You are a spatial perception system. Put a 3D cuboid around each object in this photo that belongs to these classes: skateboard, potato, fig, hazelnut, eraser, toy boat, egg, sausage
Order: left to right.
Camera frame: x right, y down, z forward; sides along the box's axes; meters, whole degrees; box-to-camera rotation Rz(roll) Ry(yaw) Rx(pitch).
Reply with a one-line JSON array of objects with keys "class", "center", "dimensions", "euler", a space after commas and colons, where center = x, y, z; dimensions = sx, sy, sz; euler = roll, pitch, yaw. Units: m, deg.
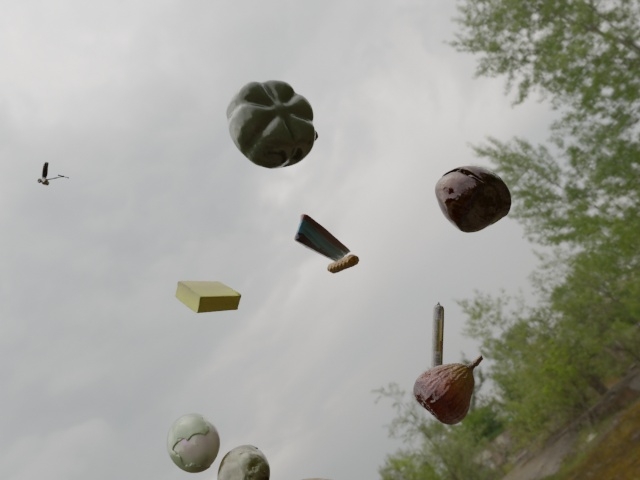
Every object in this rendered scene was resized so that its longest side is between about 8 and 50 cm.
[{"class": "skateboard", "center": [-0.691, -0.177, 1.465], "dimensions": [0.083, 0.063, 0.032], "euler": [-3, -13, 27]}, {"class": "egg", "center": [-0.437, 0.712, 1.964], "dimensions": [0.183, 0.217, 0.182], "euler": [-14, -58, -23]}, {"class": "eraser", "center": [-0.266, 0.131, 1.340], "dimensions": [0.122, 0.097, 0.045], "euler": [3, -74, -47]}, {"class": "potato", "center": [-0.232, 0.719, 1.725], "dimensions": [0.160, 0.177, 0.235], "euler": [-10, -20, -33]}, {"class": "toy boat", "center": [0.000, 0.000, 1.729], "dimensions": [0.079, 0.136, 0.392], "euler": [-64, -21, -3]}, {"class": "sausage", "center": [0.326, 0.302, 1.574], "dimensions": [0.033, 0.268, 0.033], "euler": [5, -17, 2]}, {"class": "fig", "center": [0.258, 0.289, 1.120], "dimensions": [0.153, 0.119, 0.119], "euler": [-53, -28, 16]}, {"class": "hazelnut", "center": [0.475, -0.129, 1.793], "dimensions": [0.234, 0.218, 0.218], "euler": [16, -57, -32]}]

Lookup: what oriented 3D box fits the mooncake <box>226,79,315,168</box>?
[{"class": "mooncake", "center": [-0.136, -0.343, 1.638], "dimensions": [0.275, 0.274, 0.135], "euler": [-21, -12, -34]}]

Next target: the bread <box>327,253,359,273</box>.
[{"class": "bread", "center": [0.084, 0.089, 2.130], "dimensions": [0.052, 0.044, 0.157], "euler": [17, -27, -33]}]

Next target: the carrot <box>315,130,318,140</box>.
[{"class": "carrot", "center": [-0.084, -0.381, 1.811], "dimensions": [0.191, 0.047, 0.047], "euler": [35, -74, -26]}]

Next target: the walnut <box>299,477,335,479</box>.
[{"class": "walnut", "center": [-0.013, 0.884, 1.720], "dimensions": [0.333, 0.332, 0.332], "euler": [-31, -27, -18]}]
